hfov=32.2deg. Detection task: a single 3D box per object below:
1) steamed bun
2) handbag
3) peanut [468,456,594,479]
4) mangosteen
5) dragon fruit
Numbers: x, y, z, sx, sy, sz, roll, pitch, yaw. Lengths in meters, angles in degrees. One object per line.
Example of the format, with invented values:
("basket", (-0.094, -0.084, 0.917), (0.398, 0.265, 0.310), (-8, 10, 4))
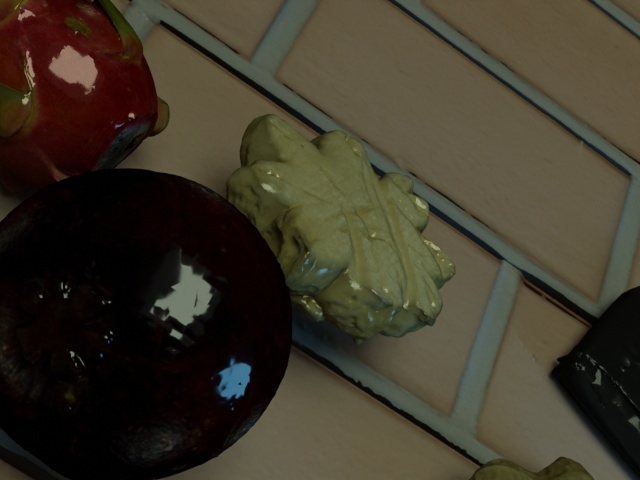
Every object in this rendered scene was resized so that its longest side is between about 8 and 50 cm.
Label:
("steamed bun", (0.000, 0.000, 1.216), (0.292, 0.137, 0.295), (46, 32, -4))
("handbag", (0.441, 0.193, 1.425), (0.247, 0.080, 0.223), (50, 52, 3))
("peanut", (0.243, 0.335, 1.213), (0.233, 0.110, 0.196), (1, 72, -30))
("mangosteen", (-0.172, 0.080, 1.018), (0.297, 0.293, 0.297), (-1, 72, 3))
("dragon fruit", (-0.278, -0.157, 1.129), (0.224, 0.224, 0.227), (-35, 82, -39))
